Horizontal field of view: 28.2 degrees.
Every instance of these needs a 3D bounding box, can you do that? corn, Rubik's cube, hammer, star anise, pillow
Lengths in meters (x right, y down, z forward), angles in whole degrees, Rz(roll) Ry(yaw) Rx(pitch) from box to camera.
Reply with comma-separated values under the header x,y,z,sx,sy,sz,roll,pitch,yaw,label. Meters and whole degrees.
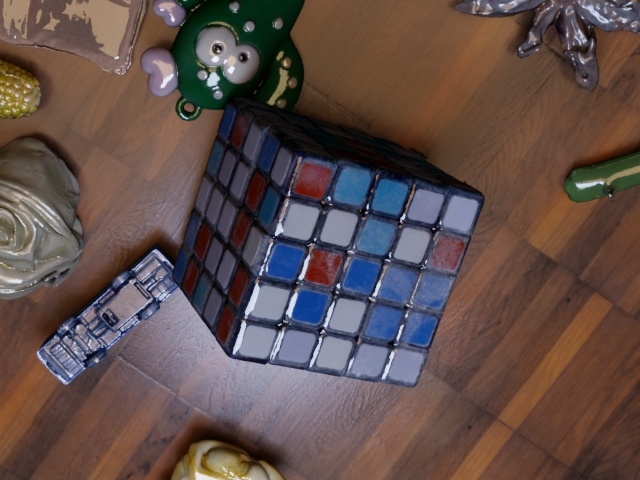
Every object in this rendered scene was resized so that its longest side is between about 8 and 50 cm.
x,y,z,sx,sy,sz,roll,pitch,yaw,label
-0.536,-0.226,1.782,0.292,0.101,0.101,12,102,-4,corn
0.000,0.000,1.721,0.287,0.292,0.293,13,106,-26,Rubik's cube
0.516,-0.125,1.846,0.336,0.119,0.206,-19,101,8,hammer
0.350,-0.331,1.787,0.258,0.110,0.198,36,99,-3,star anise
-0.358,-0.323,1.800,0.211,0.034,0.135,16,105,-4,pillow

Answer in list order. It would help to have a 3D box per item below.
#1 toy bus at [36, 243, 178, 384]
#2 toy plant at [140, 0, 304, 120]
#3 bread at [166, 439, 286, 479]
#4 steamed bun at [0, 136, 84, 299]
x,y,z,sx,sy,sz,roll,pitch,yaw,label
-0.303,0.107,1.867,0.236,0.094,0.079,-40,95,5,toy bus
-0.129,-0.270,1.779,0.233,0.112,0.243,11,98,-16,toy plant
-0.187,0.451,1.934,0.173,0.121,0.311,29,100,-5,bread
-0.440,-0.017,1.807,0.218,0.144,0.211,-27,103,5,steamed bun
